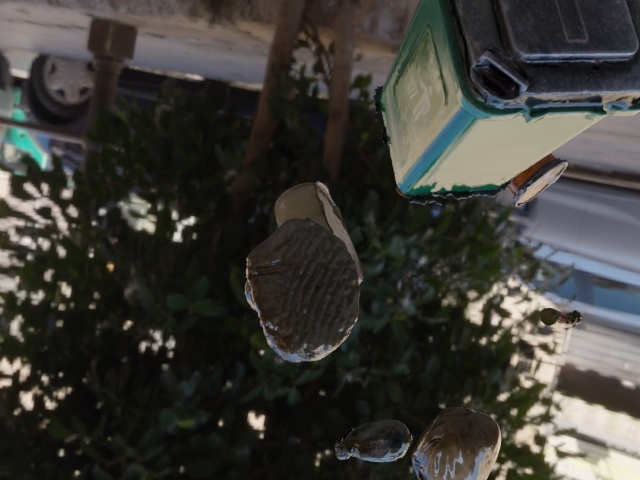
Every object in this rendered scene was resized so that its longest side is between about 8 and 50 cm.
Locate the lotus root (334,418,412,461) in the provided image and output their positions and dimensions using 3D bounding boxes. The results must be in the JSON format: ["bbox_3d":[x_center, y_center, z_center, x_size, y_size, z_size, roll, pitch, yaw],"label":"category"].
[{"bbox_3d":[0.104,0.395,1.651,0.165,0.088,0.088,-6,-171,-11],"label":"lotus root"}]

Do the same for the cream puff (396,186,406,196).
[{"bbox_3d":[0.223,-0.141,2.022,0.058,0.083,0.083,36,-125,16],"label":"cream puff"}]

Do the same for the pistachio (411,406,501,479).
[{"bbox_3d":[0.239,0.393,1.496,0.153,0.238,0.138,8,-148,-18],"label":"pistachio"}]

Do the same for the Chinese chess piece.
[{"bbox_3d":[0.000,0.000,2.345,0.140,0.338,0.338,-24,180,10],"label":"Chinese chess piece"}]

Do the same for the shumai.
[{"bbox_3d":[-0.078,0.142,1.817,0.267,0.314,0.262,21,146,-22],"label":"shumai"}]

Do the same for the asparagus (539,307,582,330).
[{"bbox_3d":[0.304,0.098,1.049,0.024,0.025,0.248,42,-168,22],"label":"asparagus"}]

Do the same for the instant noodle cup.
[{"bbox_3d":[0.544,-0.192,2.216,0.125,0.177,0.208,52,-158,17],"label":"instant noodle cup"}]

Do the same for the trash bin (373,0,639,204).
[{"bbox_3d":[0.244,-0.219,1.112,0.295,0.259,0.381,-5,163,-17],"label":"trash bin"}]
